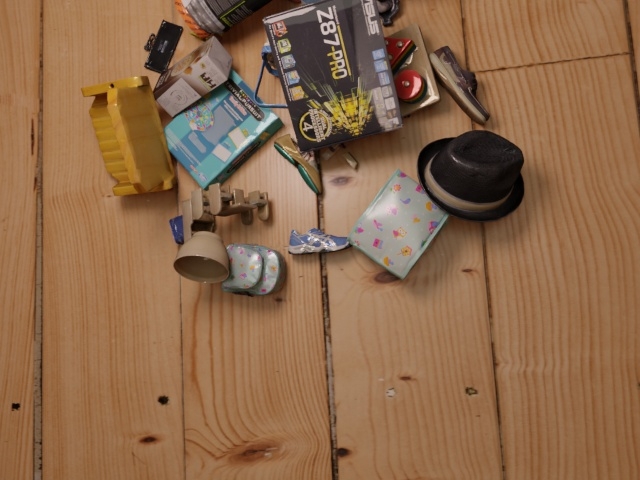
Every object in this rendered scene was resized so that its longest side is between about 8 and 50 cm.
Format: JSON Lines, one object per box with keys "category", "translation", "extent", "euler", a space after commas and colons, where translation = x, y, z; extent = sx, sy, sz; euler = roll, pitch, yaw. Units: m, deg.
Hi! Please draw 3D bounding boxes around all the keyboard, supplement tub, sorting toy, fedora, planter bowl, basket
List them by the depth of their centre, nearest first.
{"category": "fedora", "translation": [0.450, -0.211, 1.535], "extent": [0.334, 0.152, 0.334], "euler": [5, 62, -9]}
{"category": "planter bowl", "translation": [-0.345, 0.041, 1.603], "extent": [0.162, 0.162, 0.109], "euler": [-2, 57, 9]}
{"category": "sorting toy", "translation": [0.207, -0.507, 1.662], "extent": [0.256, 0.089, 0.257], "euler": [-18, 81, 25]}
{"category": "supplement tub", "translation": [-0.280, -0.774, 1.664], "extent": [0.316, 0.193, 0.193], "euler": [-28, 80, 15]}
{"category": "basket", "translation": [-0.063, -0.545, 1.690], "extent": [0.255, 0.201, 0.288], "euler": [10, 80, 8]}
{"category": "keyboard", "translation": [-0.556, -0.676, 1.880], "extent": [0.108, 0.023, 0.180], "euler": [21, 87, 5]}

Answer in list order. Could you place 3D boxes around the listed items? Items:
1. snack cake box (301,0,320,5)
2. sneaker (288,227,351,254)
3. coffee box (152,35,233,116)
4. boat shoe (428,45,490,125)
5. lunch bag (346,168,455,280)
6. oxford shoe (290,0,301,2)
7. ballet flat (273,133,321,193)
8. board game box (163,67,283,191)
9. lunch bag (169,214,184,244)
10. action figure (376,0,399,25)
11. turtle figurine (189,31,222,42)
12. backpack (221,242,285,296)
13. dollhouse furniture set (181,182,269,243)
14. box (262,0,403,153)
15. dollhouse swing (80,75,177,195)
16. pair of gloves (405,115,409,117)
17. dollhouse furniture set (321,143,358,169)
{"category": "snack cake box", "translation": [-0.011, -0.829, 1.679], "extent": [0.089, 0.264, 0.152], "euler": [17, 87, 11]}
{"category": "sneaker", "translation": [0.000, 0.000, 1.686], "extent": [0.211, 0.080, 0.081], "euler": [-3, 87, 8]}
{"category": "coffee box", "translation": [-0.411, -0.524, 1.736], "extent": [0.247, 0.098, 0.141], "euler": [-26, 39, 24]}
{"category": "boat shoe", "translation": [0.434, -0.481, 1.654], "extent": [0.092, 0.103, 0.285], "euler": [-37, 74, 9]}
{"category": "lunch bag", "translation": [0.235, -0.039, 1.613], "extent": [0.223, 0.160, 0.262], "euler": [37, 85, 10]}
{"category": "oxford shoe", "translation": [-0.173, -0.938, 1.786], "extent": [0.348, 0.130, 0.123], "euler": [39, 91, 11]}
{"category": "ballet flat", "translation": [-0.055, -0.252, 1.726], "extent": [0.073, 0.080, 0.232], "euler": [-39, 81, -11]}
{"category": "board game box", "translation": [-0.330, -0.363, 1.779], "extent": [0.336, 0.079, 0.254], "euler": [-43, 79, 3]}
{"category": "lunch bag", "translation": [-0.456, -0.037, 1.773], "extent": [0.065, 0.067, 0.098], "euler": [-22, 79, 6]}
{"category": "action figure", "translation": [0.164, -0.859, 1.656], "extent": [0.330, 0.179, 0.341], "euler": [-27, 87, 45]}
{"category": "turtle figurine", "translation": [-0.361, -0.782, 1.824], "extent": [0.270, 0.087, 0.217], "euler": [24, 96, 3]}
{"category": "backpack", "translation": [-0.207, 0.092, 1.681], "extent": [0.189, 0.144, 0.165], "euler": [6, 81, 8]}
{"category": "dollhouse furniture set", "translation": [-0.311, -0.064, 1.685], "extent": [0.242, 0.212, 0.160], "euler": [-11, 80, 35]}
{"category": "box", "translation": [0.042, -0.481, 1.557], "extent": [0.318, 0.097, 0.394], "euler": [-13, 108, 8]}
{"category": "dollhouse swing", "translation": [-0.625, -0.296, 1.634], "extent": [0.315, 0.305, 0.346], "euler": [-5, 109, 18]}
{"category": "pair of gloves", "translation": [0.242, -0.409, 1.723], "extent": [0.083, 0.010, 0.074], "euler": [-30, 79, 3]}
{"category": "dollhouse furniture set", "translation": [0.053, -0.254, 1.710], "extent": [0.081, 0.091, 0.114], "euler": [-42, 82, 19]}
